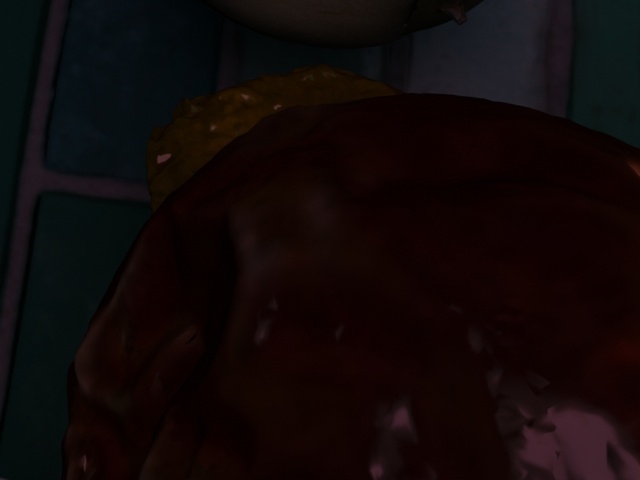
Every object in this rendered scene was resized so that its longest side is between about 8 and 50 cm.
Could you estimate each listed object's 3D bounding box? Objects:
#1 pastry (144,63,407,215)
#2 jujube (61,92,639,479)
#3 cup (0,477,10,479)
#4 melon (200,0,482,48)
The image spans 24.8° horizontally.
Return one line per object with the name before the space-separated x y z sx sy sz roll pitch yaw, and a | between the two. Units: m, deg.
pastry | 0.000 0.000 0.742 0.189 0.103 0.188 8 49 -9
jujube | 0.068 0.124 0.498 0.276 0.276 0.377 -22 75 -15
cup | -0.181 0.206 0.611 0.221 0.202 0.167 -21 75 -15
melon | 0.001 -0.257 0.770 0.268 0.268 0.330 -19 82 -15
